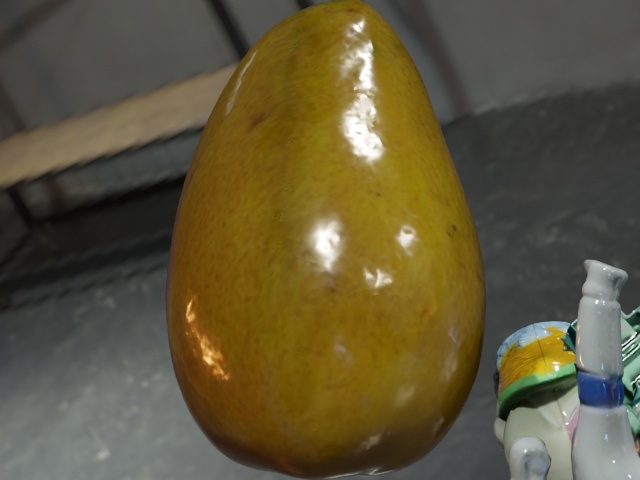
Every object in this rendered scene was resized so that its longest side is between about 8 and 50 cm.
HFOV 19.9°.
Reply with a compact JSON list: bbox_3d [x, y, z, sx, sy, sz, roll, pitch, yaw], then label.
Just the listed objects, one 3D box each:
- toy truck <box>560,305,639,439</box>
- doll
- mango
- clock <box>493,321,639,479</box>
[{"bbox_3d":[0.202,0.109,1.008,0.067,0.175,0.081,-40,-9,-9],"label":"toy truck"},{"bbox_3d":[0.119,0.126,0.738,0.114,0.227,0.057,12,1,-20],"label":"doll"},{"bbox_3d":[0.000,0.000,1.339,0.264,0.221,0.378,131,143,-56],"label":"mango"},{"bbox_3d":[0.183,0.147,1.333,0.103,0.231,0.144,-20,55,7],"label":"clock"}]
